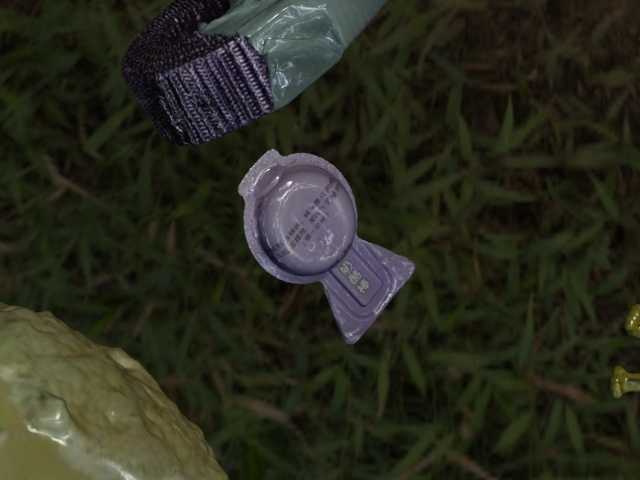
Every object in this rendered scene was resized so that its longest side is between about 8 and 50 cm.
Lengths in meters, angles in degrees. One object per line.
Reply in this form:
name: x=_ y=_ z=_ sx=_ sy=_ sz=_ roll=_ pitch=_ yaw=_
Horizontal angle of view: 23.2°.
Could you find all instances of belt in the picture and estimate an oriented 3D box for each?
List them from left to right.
belt: x=-0.070 y=-0.225 z=1.633 sx=0.260 sy=0.325 sz=0.122 roll=-11 pitch=119 yaw=38

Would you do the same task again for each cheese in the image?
cheese: x=0.000 y=0.000 z=1.313 sx=0.105 sy=0.042 sz=0.191 roll=-49 pitch=121 yaw=-13

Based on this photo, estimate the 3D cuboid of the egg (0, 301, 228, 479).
egg: x=-0.116 y=0.092 z=0.441 sx=0.201 sy=0.164 sz=0.164 roll=22 pitch=117 yaw=-2

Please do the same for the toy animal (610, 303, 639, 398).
toy animal: x=0.293 y=0.126 z=1.122 sx=0.136 sy=0.073 sz=0.181 roll=8 pitch=145 yaw=34
